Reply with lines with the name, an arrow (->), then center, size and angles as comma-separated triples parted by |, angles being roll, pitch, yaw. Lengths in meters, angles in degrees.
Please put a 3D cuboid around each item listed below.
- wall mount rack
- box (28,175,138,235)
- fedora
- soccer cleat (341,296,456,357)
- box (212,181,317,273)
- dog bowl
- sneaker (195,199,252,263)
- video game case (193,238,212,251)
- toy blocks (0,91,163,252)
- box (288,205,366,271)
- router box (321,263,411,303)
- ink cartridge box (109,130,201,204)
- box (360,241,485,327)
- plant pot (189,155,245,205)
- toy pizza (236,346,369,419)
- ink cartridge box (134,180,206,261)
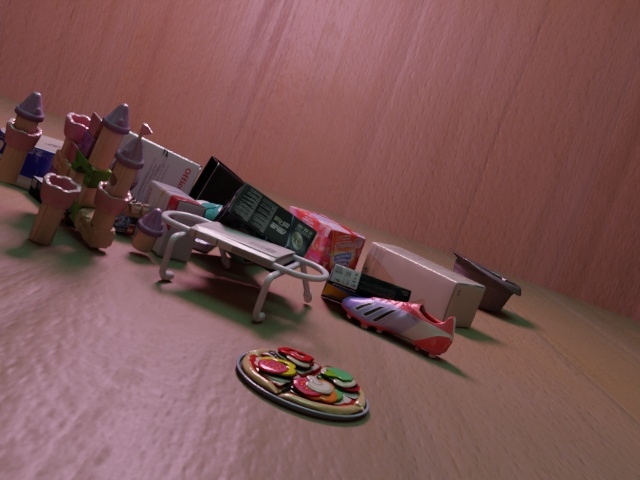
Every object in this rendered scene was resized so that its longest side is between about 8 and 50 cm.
wall mount rack -> -0.145, 0.051, 1.404 | 0.350, 0.130, 0.304 | 22, 12, 15
box -> -0.529, -0.078, 1.593 | 0.159, 0.044, 0.233 | 12, 11, -42
fedora -> 0.509, 0.145, 2.320 | 0.275, 0.124, 0.244 | 25, 7, -25
soccer cleat -> 0.163, 0.158, 1.498 | 0.248, 0.095, 0.083 | 24, 9, 23
box -> -0.120, -0.019, 1.472 | 0.180, 0.077, 0.147 | 35, -27, -13
dog bowl -> -0.669, -0.187, 1.772 | 0.265, 0.104, 0.265 | 19, 8, -3
sneaker -> -0.153, -0.006, 1.643 | 0.295, 0.123, 0.178 | 21, 0, -45
video game case -> -0.357, -0.029, 1.757 | 0.212, 0.023, 0.193 | 20, 8, 0
toy blocks -> -0.421, -0.159, 1.396 | 0.309, 0.260, 0.288 | 9, 27, -46
box -> 0.000, 0.000, 2.067 | 0.128, 0.122, 0.257 | 15, 9, -33
router box -> 0.099, 0.118, 1.596 | 0.179, 0.046, 0.133 | 20, -21, -1
ink cartridge box -> -0.414, -0.154, 1.713 | 0.219, 0.160, 0.092 | 26, 2, -8
box -> 0.270, 0.117, 1.943 | 0.148, 0.121, 0.311 | 12, 11, -44
plant pot -> -0.267, -0.101, 1.963 | 0.167, 0.187, 0.188 | 31, 4, -20
toy pizza -> -0.022, 0.195, 1.025 | 0.201, 0.032, 0.201 | 19, 8, -3
ink cartridge box -> -0.328, -0.044, 1.551 | 0.072, 0.127, 0.175 | 16, 9, -35
